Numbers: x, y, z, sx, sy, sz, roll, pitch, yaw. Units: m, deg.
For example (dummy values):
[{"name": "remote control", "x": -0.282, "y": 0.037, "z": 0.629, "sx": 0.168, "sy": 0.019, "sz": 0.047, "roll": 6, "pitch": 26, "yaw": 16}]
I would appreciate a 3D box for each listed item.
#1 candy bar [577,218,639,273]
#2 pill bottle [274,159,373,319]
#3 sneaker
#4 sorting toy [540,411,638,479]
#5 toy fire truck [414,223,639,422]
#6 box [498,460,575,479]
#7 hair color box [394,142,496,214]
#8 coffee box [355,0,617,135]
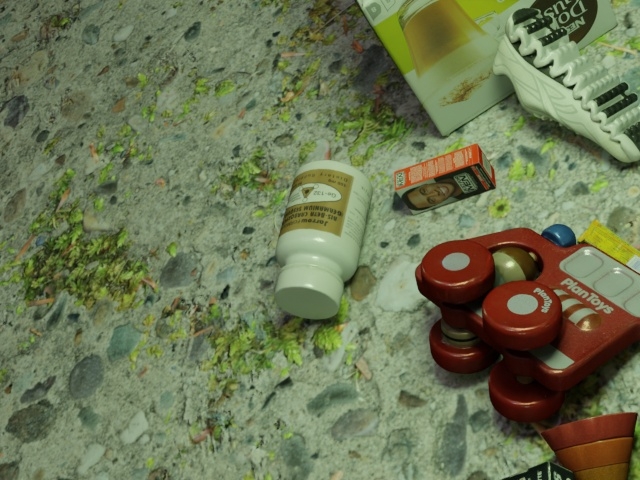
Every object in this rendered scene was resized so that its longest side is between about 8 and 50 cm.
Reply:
[{"name": "candy bar", "x": 0.417, "y": 0.021, "z": 1.599, "sx": 0.040, "sy": 0.018, "sz": 0.161, "roll": -46, "pitch": 45, "yaw": 0}, {"name": "pill bottle", "x": 0.000, "y": 0.000, "z": 1.819, "sx": 0.131, "sy": 0.131, "sz": 0.229, "roll": -7, "pitch": 54, "yaw": 30}, {"name": "sneaker", "x": 0.372, "y": -0.215, "z": 1.733, "sx": 0.110, "sy": 0.118, "sz": 0.292, "roll": -21, "pitch": 62, "yaw": -40}, {"name": "sorting toy", "x": 0.442, "y": 0.246, "z": 1.355, "sx": 0.365, "sy": 0.127, "sz": 0.126, "roll": -18, "pitch": 72, "yaw": 29}, {"name": "toy fire truck", "x": 0.287, "y": 0.080, "z": 1.564, "sx": 0.254, "sy": 0.169, "sz": 0.302, "roll": -29, "pitch": 40, "yaw": -22}, {"name": "box", "x": 0.226, "y": 0.391, "z": 1.377, "sx": 0.175, "sy": 0.051, "sz": 0.220, "roll": -34, "pitch": 40, "yaw": 39}, {"name": "hair color box", "x": 0.193, "y": -0.094, "z": 1.804, "sx": 0.141, "sy": 0.072, "sz": 0.043, "roll": -18, "pitch": 48, "yaw": 23}, {"name": "coffee box", "x": 0.217, "y": -0.446, "z": 1.871, "sx": 0.338, "sy": 0.334, "sz": 0.338, "roll": -33, "pitch": 47, "yaw": 8}]
